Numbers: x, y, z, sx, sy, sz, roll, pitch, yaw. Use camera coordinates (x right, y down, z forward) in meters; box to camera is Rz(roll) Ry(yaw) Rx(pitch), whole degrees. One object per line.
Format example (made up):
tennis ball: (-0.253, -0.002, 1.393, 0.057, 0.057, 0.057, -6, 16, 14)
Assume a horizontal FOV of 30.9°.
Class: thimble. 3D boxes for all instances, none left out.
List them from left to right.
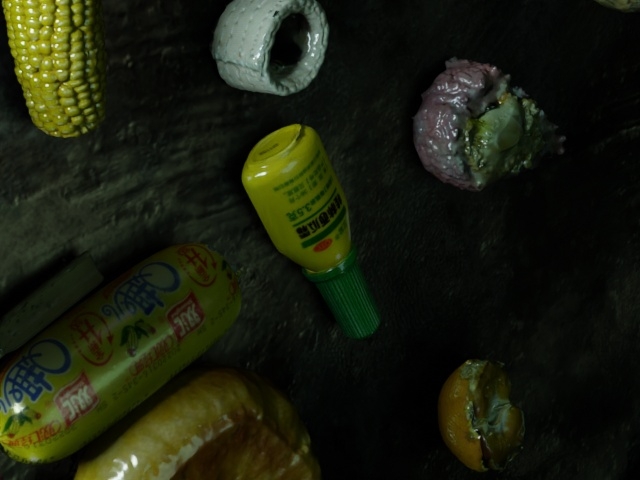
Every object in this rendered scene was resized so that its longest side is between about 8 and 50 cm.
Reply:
thimble: (-0.056, -0.220, 1.280, 0.115, 0.090, 0.102, -47, 134, -24)

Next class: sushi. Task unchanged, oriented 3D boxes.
sushi: (0.225, -0.133, 1.563, 0.241, 0.107, 0.161, 38, 81, -44)

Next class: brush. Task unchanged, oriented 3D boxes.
brush: (-0.314, 0.092, 1.150, 0.248, 0.036, 0.043, -44, 120, -38)

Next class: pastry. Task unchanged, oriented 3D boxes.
pastry: (-0.148, 0.307, 1.323, 0.356, 0.164, 0.355, -16, 117, -34)

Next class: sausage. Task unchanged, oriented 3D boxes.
sausage: (-0.216, 0.115, 1.215, 0.347, 0.123, 0.123, -38, 126, -30)

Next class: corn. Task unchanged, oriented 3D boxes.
corn: (-0.255, -0.247, 1.077, 0.101, 0.101, 0.310, -18, 116, -38)

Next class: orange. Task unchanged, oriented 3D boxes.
orange: (0.228, 0.254, 1.686, 0.160, 0.112, 0.169, 45, 39, -36)

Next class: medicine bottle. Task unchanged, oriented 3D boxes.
medicine bottle: (0.000, 0.000, 1.415, 0.111, 0.076, 0.309, -40, 128, -18)

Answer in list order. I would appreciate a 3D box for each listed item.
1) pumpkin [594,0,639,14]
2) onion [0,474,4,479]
pumpkin: (0.427, -0.491, 1.386, 0.344, 0.455, 0.454, -8, 109, -52)
onion: (-0.362, 0.270, 1.134, 0.131, 0.131, 0.131, -16, 114, -39)
